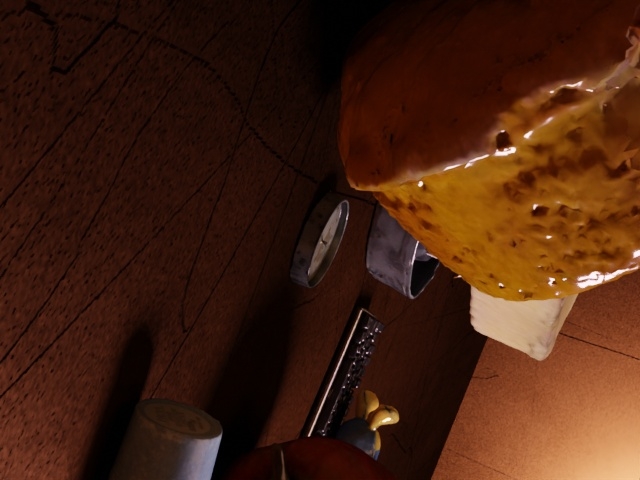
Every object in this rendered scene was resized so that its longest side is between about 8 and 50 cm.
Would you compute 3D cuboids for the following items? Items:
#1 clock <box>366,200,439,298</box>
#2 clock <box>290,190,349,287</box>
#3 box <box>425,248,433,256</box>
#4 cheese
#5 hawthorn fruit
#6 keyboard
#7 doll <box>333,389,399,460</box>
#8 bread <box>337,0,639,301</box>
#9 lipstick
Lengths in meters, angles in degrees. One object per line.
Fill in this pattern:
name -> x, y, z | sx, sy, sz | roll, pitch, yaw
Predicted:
clock -> 0.126, -0.076, 1.442 | 0.280, 0.055, 0.280 | 22, 90, -78
clock -> 0.000, 0.000, 1.133 | 0.085, 0.017, 0.085 | 22, 90, -77
box -> 0.161, -0.036, 1.405 | 0.129, 0.051, 0.130 | 9, 101, -78
cheese -> 0.268, -0.071, 1.440 | 0.384, 0.104, 0.384 | 21, 90, -78
hawthorn fruit -> -0.013, 0.265, 1.147 | 0.224, 0.224, 0.261 | -60, 142, -31
keyboard -> -0.004, 0.224, 1.474 | 0.106, 0.027, 0.317 | 37, 75, -76
doll -> 0.040, 0.260, 1.475 | 0.102, 0.089, 0.179 | 29, -85, 59
bread -> 0.195, -0.138, 0.961 | 0.398, 0.215, 0.398 | -33, -161, 13
lipstick -> -0.131, 0.239, 0.873 | 0.061, 0.068, 0.274 | -38, 147, -77
